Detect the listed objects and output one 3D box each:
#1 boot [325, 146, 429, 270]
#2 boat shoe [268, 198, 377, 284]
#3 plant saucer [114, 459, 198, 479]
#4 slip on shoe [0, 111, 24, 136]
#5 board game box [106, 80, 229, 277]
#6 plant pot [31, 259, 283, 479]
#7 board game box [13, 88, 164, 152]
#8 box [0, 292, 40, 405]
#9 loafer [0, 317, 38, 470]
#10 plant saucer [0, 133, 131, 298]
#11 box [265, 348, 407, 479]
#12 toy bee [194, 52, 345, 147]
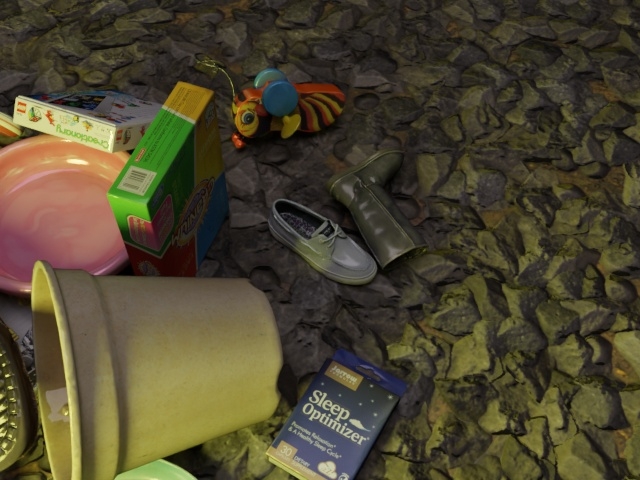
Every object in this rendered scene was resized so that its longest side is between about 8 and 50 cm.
[{"bbox_3d":[0.132,-0.062,1.392,0.190,0.076,0.208,-32,59,-17],"label":"boot"},{"bbox_3d":[0.000,-0.001,1.341,0.228,0.081,0.079,30,61,18],"label":"boat shoe"},{"bbox_3d":[-0.282,0.461,1.050,0.318,0.043,0.317,0,56,0],"label":"plant saucer"},{"bbox_3d":[-0.750,-0.229,1.477,0.332,0.123,0.101,6,88,-3],"label":"slip on shoe"},{"bbox_3d":[-0.236,-0.063,1.238,0.064,0.316,0.242,17,58,9],"label":"board game box"},{"bbox_3d":[-0.233,0.180,1.087,0.306,0.333,0.333,-5,54,-27],"label":"plant pot"},{"bbox_3d":[-0.390,-0.228,1.397,0.193,0.053,0.305,18,17,11],"label":"board game box"},{"bbox_3d":[-0.508,0.161,1.238,0.231,0.056,0.183,37,63,21],"label":"box"},{"bbox_3d":[-0.491,0.178,1.108,0.134,0.130,0.366,-35,58,-1],"label":"loafer"},{"bbox_3d":[-0.449,-0.036,1.286,0.333,0.084,0.332,2,57,-3],"label":"plant saucer"},{"bbox_3d":[0.031,0.279,1.183,0.137,0.036,0.225,26,58,16],"label":"box"},{"bbox_3d":[-0.112,-0.261,1.496,0.299,0.162,0.195,18,25,-4],"label":"toy bee"}]
